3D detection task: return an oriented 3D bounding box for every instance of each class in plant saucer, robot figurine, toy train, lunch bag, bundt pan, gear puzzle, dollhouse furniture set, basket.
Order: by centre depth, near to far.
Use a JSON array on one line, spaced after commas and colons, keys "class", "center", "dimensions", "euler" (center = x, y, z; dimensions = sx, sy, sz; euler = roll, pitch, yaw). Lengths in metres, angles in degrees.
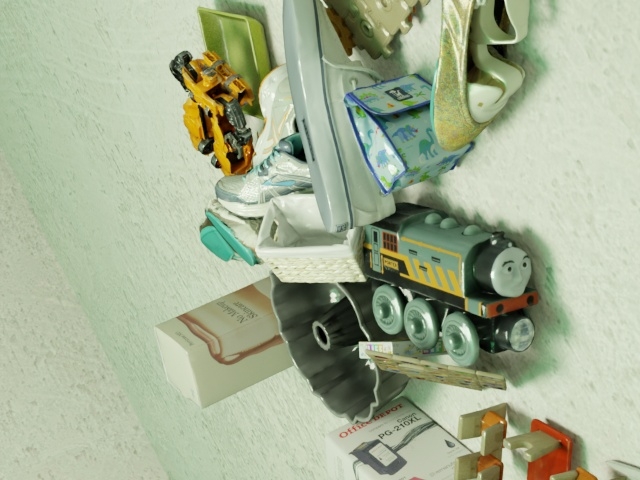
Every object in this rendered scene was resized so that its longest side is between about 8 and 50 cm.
[{"class": "lunch bag", "center": [0.119, -0.160, 1.727], "dimensions": [0.151, 0.129, 0.096], "euler": [61, 148, 17]}, {"class": "gear puzzle", "center": [0.071, -0.354, 1.765], "dimensions": [0.175, 0.044, 0.339], "euler": [54, 156, 6]}, {"class": "toy train", "center": [0.182, 0.057, 1.788], "dimensions": [0.334, 0.142, 0.190], "euler": [20, 118, 56]}, {"class": "dollhouse furniture set", "center": [0.332, 0.392, 1.819], "dimensions": [0.262, 0.135, 0.259], "euler": [29, 124, 51]}, {"class": "basket", "center": [0.000, 0.000, 1.932], "dimensions": [0.167, 0.113, 0.103], "euler": [-2, 143, 25]}, {"class": "bundt pan", "center": [0.049, 0.140, 2.104], "dimensions": [0.331, 0.124, 0.330], "euler": [41, 144, 40]}, {"class": "robot figurine", "center": [-0.177, -0.218, 2.173], "dimensions": [0.211, 0.085, 0.291], "euler": [45, 159, 22]}, {"class": "plant saucer", "center": [-0.140, -0.320, 2.176], "dimensions": [0.188, 0.045, 0.188], "euler": [24, 132, 53]}]

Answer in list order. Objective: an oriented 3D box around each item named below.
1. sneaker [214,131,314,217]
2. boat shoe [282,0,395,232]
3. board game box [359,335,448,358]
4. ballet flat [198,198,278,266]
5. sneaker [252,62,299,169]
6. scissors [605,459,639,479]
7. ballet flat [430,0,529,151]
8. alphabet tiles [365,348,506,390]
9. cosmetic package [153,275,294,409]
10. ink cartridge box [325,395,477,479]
[{"class": "sneaker", "center": [-0.053, -0.119, 2.009], "dimensions": [0.283, 0.110, 0.122], "euler": [-6, 122, 27]}, {"class": "boat shoe", "center": [0.048, -0.203, 1.805], "dimensions": [0.136, 0.157, 0.367], "euler": [145, 113, -78]}, {"class": "board game box", "center": [0.151, 0.164, 1.899], "dimensions": [0.103, 0.154, 0.026], "euler": [-9, 84, 63]}, {"class": "ballet flat", "center": [-0.140, -0.039, 2.233], "dimensions": [0.409, 0.147, 0.147], "euler": [180, 68, -76]}, {"class": "sneaker", "center": [-0.043, -0.160, 2.073], "dimensions": [0.121, 0.099, 0.262], "euler": [39, 144, 36]}, {"class": "scissors", "center": [0.476, 0.335, 1.579], "dimensions": [0.297, 0.021, 0.109], "euler": [-15, 99, 62]}, {"class": "ballet flat", "center": [0.204, -0.244, 1.532], "dimensions": [0.123, 0.123, 0.348], "euler": [41, 144, 42]}, {"class": "alphabet tiles", "center": [0.178, 0.198, 1.831], "dimensions": [0.237, 0.198, 0.009], "euler": [52, -131, -74]}, {"class": "cosmetic package", "center": [-0.139, 0.177, 2.287], "dimensions": [0.153, 0.296, 0.129], "euler": [26, 134, 52]}, {"class": "ink cartridge box", "center": [0.141, 0.387, 2.074], "dimensions": [0.237, 0.172, 0.100], "euler": [36, 141, 47]}]
